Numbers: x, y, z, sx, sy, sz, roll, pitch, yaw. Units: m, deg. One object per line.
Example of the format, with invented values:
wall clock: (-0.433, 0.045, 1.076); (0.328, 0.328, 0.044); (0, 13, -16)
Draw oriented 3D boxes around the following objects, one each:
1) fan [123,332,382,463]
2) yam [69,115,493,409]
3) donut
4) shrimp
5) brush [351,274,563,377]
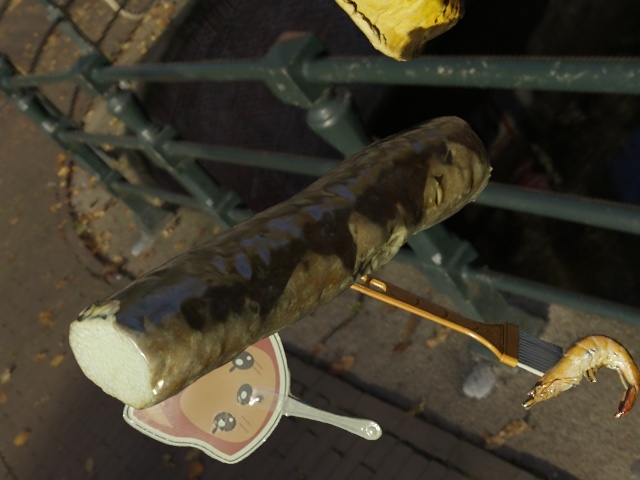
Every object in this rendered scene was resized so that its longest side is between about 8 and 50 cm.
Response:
fan: (-0.054, 0.129, 0.771); (0.009, 0.219, 0.132); (-76, 2, -76)
yam: (0.000, 0.000, 0.433); (0.061, 0.061, 0.274); (-9, 15, 38)
donut: (0.073, -0.407, 1.239); (0.160, 0.330, 0.330); (-33, 36, 19)
shrimp: (0.274, 0.155, 0.974); (0.127, 0.025, 0.091); (-29, 75, -1)
brush: (0.166, 0.099, 1.187); (0.090, 0.314, 0.017); (-65, -2, -64)
